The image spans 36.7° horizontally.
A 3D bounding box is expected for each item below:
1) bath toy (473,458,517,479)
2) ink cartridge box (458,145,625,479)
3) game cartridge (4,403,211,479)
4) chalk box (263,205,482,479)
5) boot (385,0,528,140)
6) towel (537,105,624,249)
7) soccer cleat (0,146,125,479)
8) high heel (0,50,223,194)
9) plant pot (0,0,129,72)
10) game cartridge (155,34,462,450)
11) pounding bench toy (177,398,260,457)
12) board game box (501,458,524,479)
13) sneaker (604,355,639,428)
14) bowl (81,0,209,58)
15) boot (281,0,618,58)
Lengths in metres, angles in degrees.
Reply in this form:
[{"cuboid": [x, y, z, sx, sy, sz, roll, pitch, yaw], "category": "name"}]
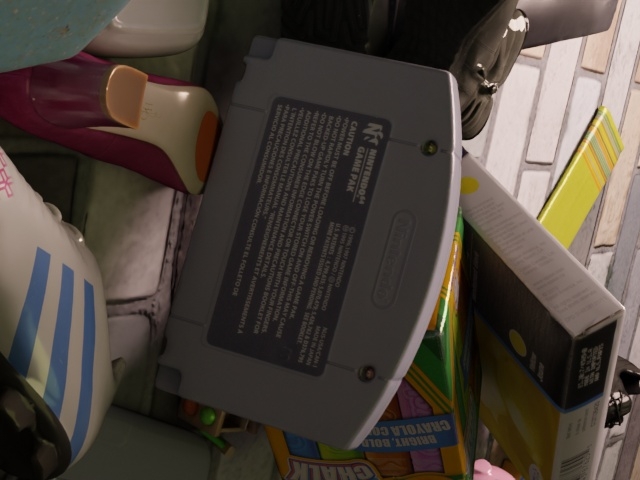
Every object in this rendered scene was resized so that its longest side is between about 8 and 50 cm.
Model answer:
[{"cuboid": [0.224, 0.366, 1.327, 0.348, 0.129, 0.151, -62, -173, -8], "category": "bath toy"}, {"cuboid": [0.177, 0.077, 0.987, 0.072, 0.307, 0.303, -26, 138, -14], "category": "ink cartridge box"}, {"cuboid": [-0.206, 0.282, 0.795, 0.198, 0.062, 0.297, 33, 78, -48], "category": "game cartridge"}, {"cuboid": [0.055, 0.136, 0.907, 0.180, 0.179, 0.289, -74, 156, -49], "category": "chalk box"}, {"cuboid": [0.134, -0.190, 0.811, 0.161, 0.083, 0.246, -22, 144, -55], "category": "boot"}, {"cuboid": [0.371, -0.076, 1.400, 0.237, 0.021, 0.102, -57, 136, -16], "category": "towel"}, {"cuboid": [-0.217, 0.006, 0.629, 0.143, 0.116, 0.331, -60, 146, -51], "category": "soccer cleat"}, {"cuboid": [-0.155, -0.086, 0.711, 0.244, 0.117, 0.082, 9, 91, -74], "category": "high heel"}, {"cuboid": [-0.197, -0.212, 0.442, 0.247, 0.248, 0.252, -26, 143, -44], "category": "plant pot"}, {"cuboid": [0.000, 0.000, 0.745, 0.060, 0.196, 0.294, 23, 83, -70], "category": "game cartridge"}, {"cuboid": [-0.094, 0.159, 0.880, 0.065, 0.052, 0.083, 10, 97, -53], "category": "pounding bench toy"}, {"cuboid": [0.325, 0.510, 1.559, 0.242, 0.064, 0.316, 16, 92, -53], "category": "board game box"}, {"cuboid": [0.404, 0.253, 1.493, 0.286, 0.130, 0.109, -36, 133, -36], "category": "sneaker"}, {"cuboid": [-0.127, -0.197, 0.682, 0.142, 0.053, 0.142, -12, 115, -51], "category": "bowl"}, {"cuboid": [0.168, -0.343, 0.901, 0.445, 0.146, 0.367, -19, 132, -40], "category": "boot"}]
